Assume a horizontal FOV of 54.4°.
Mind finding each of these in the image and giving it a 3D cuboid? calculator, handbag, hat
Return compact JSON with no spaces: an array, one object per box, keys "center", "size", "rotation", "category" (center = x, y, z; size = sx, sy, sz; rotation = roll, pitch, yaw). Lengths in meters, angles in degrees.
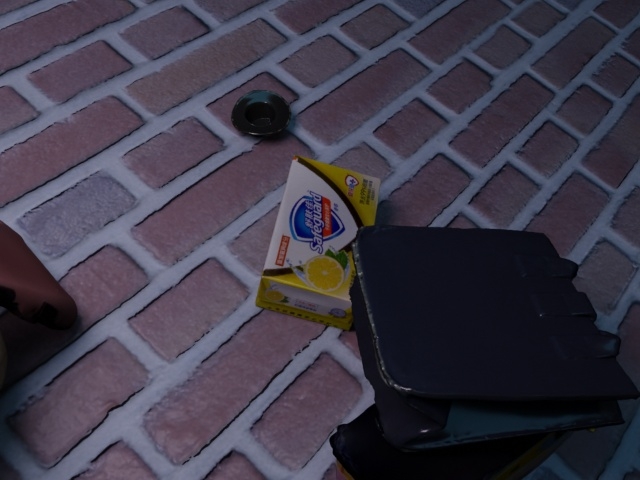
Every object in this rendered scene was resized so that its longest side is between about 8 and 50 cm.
[{"center":[-0.421,0.015,0.776],"size":[0.048,0.329,0.220],"rotation":[-42,75,-8],"category":"calculator"},{"center":[0.212,0.116,0.831],"size":[0.330,0.121,0.303],"rotation":[-1,41,-8],"category":"handbag"},{"center":[-0.113,-0.232,1.194],"size":[0.121,0.050,0.121],"rotation":[4,60,-7],"category":"hat"}]

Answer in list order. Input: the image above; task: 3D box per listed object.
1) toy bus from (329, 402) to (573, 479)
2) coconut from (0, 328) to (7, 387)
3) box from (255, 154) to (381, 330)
[{"center":[0.201,0.274,0.863],"size":[0.386,0.162,0.171],"rotation":[-22,48,-29],"category":"toy bus"},{"center":[-0.526,0.139,0.662],"size":[0.353,0.352,0.352],"rotation":[7,55,-11],"category":"coconut"},{"center":[0.000,0.000,1.039],"size":[0.168,0.097,0.265],"rotation":[17,54,-4],"category":"box"}]
